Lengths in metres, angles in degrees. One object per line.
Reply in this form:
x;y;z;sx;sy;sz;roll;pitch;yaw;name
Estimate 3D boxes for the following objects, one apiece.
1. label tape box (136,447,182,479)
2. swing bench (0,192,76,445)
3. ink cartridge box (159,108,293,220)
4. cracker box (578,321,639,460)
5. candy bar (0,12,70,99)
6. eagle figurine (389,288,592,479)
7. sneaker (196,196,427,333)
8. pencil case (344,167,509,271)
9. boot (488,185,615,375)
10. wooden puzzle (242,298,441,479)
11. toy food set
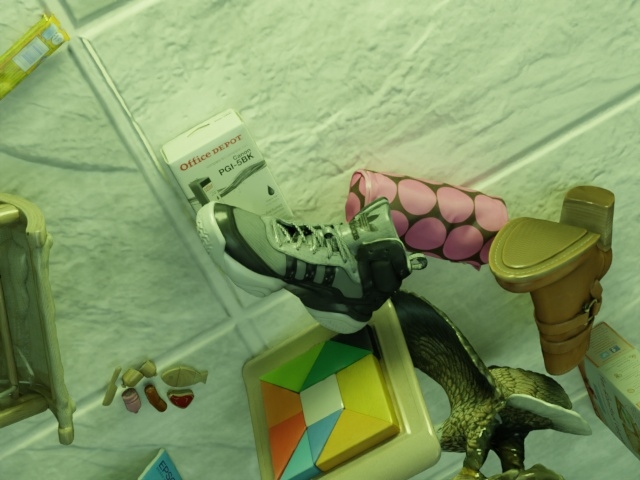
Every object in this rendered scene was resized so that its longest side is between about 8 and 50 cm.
-0.290;0.461;1.214;0.348;0.115;0.249;-46;125;-40;label tape box
-0.404;0.094;1.014;0.254;0.165;0.253;-10;115;-20;swing bench
-0.106;-0.066;1.097;0.099;0.056;0.135;-30;120;-3;ink cartridge box
0.442;0.234;1.314;0.067;0.232;0.156;-29;119;-4;cracker box
-0.327;-0.172;0.997;0.161;0.018;0.040;-42;123;2;candy bar
0.187;0.191;1.159;0.225;0.298;0.226;-5;131;4;eagle figurine
0.000;0.000;1.055;0.153;0.101;0.268;-38;133;24;sneaker
0.127;-0.023;1.177;0.209;0.095;0.098;12;123;-21;pencil case
0.287;0.071;1.209;0.283;0.109;0.220;-35;133;-53;boot
0.011;0.195;1.129;0.221;0.239;0.044;-31;137;14;wooden puzzle
-0.207;0.184;1.199;0.122;0.019;0.078;13;109;-31;toy food set
